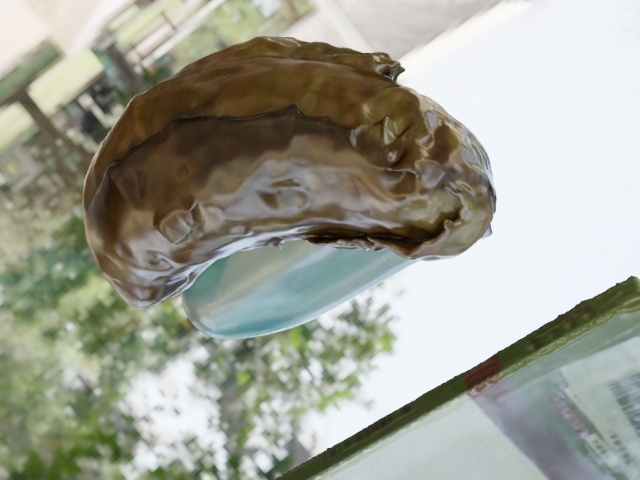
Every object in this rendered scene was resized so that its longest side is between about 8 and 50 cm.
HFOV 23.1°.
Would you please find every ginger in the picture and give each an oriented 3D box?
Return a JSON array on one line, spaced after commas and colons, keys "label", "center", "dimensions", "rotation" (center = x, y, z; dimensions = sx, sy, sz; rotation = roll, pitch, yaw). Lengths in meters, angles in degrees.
[{"label": "ginger", "center": [-0.037, -0.053, 1.067], "dimensions": [0.321, 0.172, 0.165], "rotation": [-10, -176, 35]}]

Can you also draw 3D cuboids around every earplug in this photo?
[{"label": "earplug", "center": [0.000, 0.000, 1.660], "dimensions": [0.324, 0.185, 0.185], "rotation": [-32, -171, 2]}]

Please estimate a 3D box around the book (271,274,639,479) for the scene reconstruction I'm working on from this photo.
[{"label": "book", "center": [0.077, 0.152, 0.714], "dimensions": [0.289, 0.201, 0.026], "rotation": [-31, -153, 24]}]
